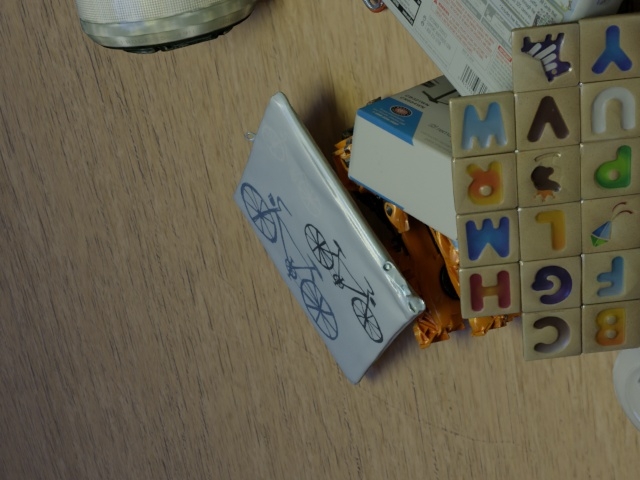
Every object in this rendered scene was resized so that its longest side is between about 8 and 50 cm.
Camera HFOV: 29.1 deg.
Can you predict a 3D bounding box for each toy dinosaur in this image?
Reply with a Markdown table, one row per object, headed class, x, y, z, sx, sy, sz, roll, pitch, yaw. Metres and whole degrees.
| class | x | y | z | sx | sy | sz | roll | pitch | yaw |
| --- | --- | --- | --- | --- | --- | --- | --- | --- | --- |
| toy dinosaur | 0.045 | -0.292 | 1.381 | 0.082 | 0.047 | 0.090 | 61 | 178 | -14 |

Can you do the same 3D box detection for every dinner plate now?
| class | x | y | z | sx | sy | sz | roll | pitch | yaw |
| --- | --- | --- | --- | --- | --- | --- | --- | --- | --- |
| dinner plate | 0.366 | 0.169 | 1.303 | 0.141 | 0.017 | 0.141 | 29 | 132 | 38 |

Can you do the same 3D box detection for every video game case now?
| class | x | y | z | sx | sy | sz | roll | pitch | yaw |
| --- | --- | --- | --- | --- | --- | --- | --- | --- | --- |
| video game case | 0.168 | -0.262 | 1.142 | 0.269 | 0.061 | 0.244 | 57 | 143 | 35 |

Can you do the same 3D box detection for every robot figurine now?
| class | x | y | z | sx | sy | sz | roll | pitch | yaw |
| --- | --- | --- | --- | --- | --- | --- | --- | --- | --- |
| robot figurine | 0.114 | -0.026 | 1.415 | 0.211 | 0.085 | 0.291 | -23 | 95 | 55 |

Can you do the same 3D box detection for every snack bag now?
| class | x | y | z | sx | sy | sz | roll | pitch | yaw |
| --- | --- | --- | --- | --- | --- | --- | --- | --- | --- |
| snack bag | 0.000 | 0.000 | 1.534 | 0.323 | 0.037 | 0.342 | 58 | 160 | 12 |

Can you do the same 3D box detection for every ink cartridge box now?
| class | x | y | z | sx | sy | sz | roll | pitch | yaw |
| --- | --- | --- | --- | --- | --- | --- | --- | --- | --- |
| ink cartridge box | 0.151 | -0.097 | 1.227 | 0.148 | 0.203 | 0.086 | 32 | 133 | 34 |

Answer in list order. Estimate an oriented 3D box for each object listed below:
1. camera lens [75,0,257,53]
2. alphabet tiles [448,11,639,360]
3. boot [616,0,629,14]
| class | x | y | z | sx | sy | sz | roll | pitch | yaw |
| --- | --- | --- | --- | --- | --- | --- | --- | --- | --- |
| camera lens | -0.197 | -0.371 | 1.447 | 0.219 | 0.219 | 0.274 | 14 | 123 | 45 |
| alphabet tiles | 0.263 | -0.040 | 1.114 | 0.011 | 0.285 | 0.343 | -94 | -3 | -60 |
| boot | 0.304 | -0.158 | 1.135 | 0.137 | 0.077 | 0.198 | 12 | 112 | 20 |
